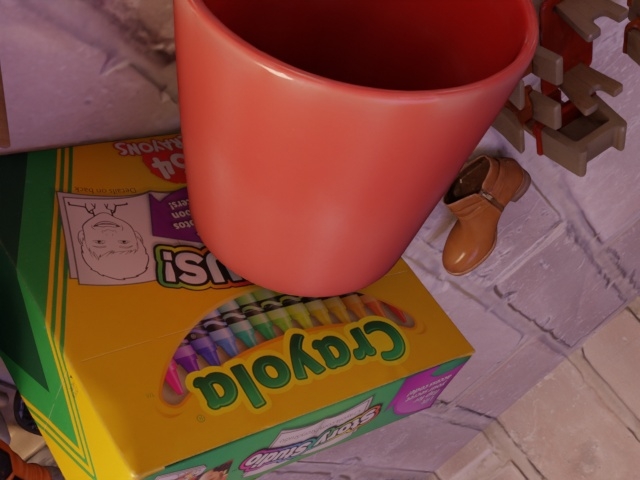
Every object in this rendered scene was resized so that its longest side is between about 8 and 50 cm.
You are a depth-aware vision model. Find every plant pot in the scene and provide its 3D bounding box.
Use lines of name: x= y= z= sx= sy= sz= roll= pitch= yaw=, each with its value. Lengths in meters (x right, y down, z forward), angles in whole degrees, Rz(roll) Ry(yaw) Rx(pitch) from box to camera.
plant pot: x=0.006 y=-0.103 z=0.827 sx=0.274 sy=0.275 sz=0.243 roll=-21 pitch=145 yaw=-33

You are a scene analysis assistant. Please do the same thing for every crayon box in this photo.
crayon box: x=-0.093 y=0.048 z=0.904 sx=0.362 sy=0.313 sz=0.106 roll=-13 pitch=144 yaw=-40

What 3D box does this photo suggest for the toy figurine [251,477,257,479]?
toy figurine: x=-0.162 y=0.266 z=1.471 sx=0.173 sy=0.130 sz=0.159 roll=-20 pitch=146 yaw=19

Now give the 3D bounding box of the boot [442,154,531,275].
boot: x=0.210 y=-0.039 z=1.470 sx=0.152 sy=0.073 sz=0.197 roll=8 pitch=116 yaw=-59

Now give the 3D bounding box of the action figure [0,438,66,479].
action figure: x=-0.383 y=0.172 z=0.853 sx=0.341 sy=0.179 sz=0.330 roll=-17 pitch=124 yaw=20

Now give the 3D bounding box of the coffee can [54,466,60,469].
coffee can: x=-0.316 y=0.381 z=1.229 sx=0.201 sy=0.202 sz=0.275 roll=-31 pitch=170 yaw=-16

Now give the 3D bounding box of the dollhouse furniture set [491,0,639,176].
dollhouse furniture set: x=0.306 y=-0.213 z=1.284 sx=0.262 sy=0.135 sz=0.259 roll=-33 pitch=143 yaw=-13

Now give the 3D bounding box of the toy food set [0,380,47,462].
toy food set: x=-0.425 y=0.228 z=1.035 sx=0.219 sy=0.092 sz=0.306 roll=-39 pitch=155 yaw=0

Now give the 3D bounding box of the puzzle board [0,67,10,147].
puzzle board: x=-0.261 y=-0.114 z=0.683 sx=0.011 sy=0.097 sz=0.128 roll=-13 pitch=172 yaw=29

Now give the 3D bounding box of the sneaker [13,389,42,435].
sneaker: x=-0.257 y=0.093 z=1.079 sx=0.235 sy=0.084 sz=0.097 roll=-58 pitch=-165 yaw=11
